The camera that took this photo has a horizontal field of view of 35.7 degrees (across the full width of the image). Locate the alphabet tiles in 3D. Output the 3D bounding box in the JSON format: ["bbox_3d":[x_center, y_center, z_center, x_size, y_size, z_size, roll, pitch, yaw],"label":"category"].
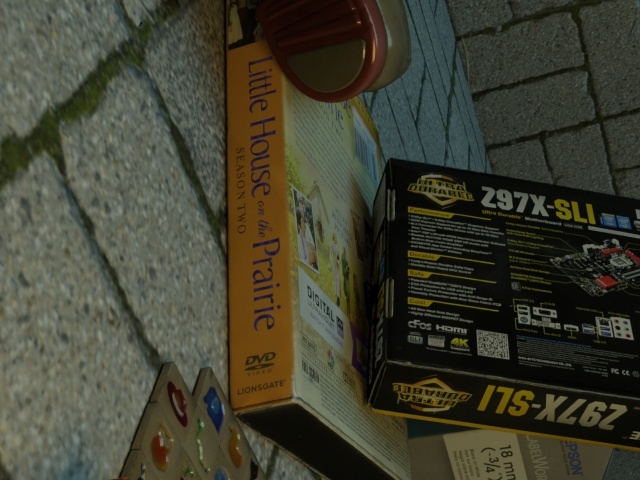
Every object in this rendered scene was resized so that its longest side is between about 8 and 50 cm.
[{"bbox_3d":[-0.066,0.204,0.644,0.198,0.009,0.237,-77,150,-56],"label":"alphabet tiles"}]

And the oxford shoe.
[{"bbox_3d":[-0.018,-0.286,0.854,0.130,0.123,0.348,-21,93,-58],"label":"oxford shoe"}]

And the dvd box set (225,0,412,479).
[{"bbox_3d":[0.000,0.000,0.927,0.307,0.062,0.421,50,31,-57],"label":"dvd box set"}]

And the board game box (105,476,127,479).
[{"bbox_3d":[-0.101,0.227,0.436,0.147,0.045,0.194,-49,125,-71],"label":"board game box"}]

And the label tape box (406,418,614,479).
[{"bbox_3d":[0.229,0.168,1.080,0.241,0.333,0.106,-68,143,-63],"label":"label tape box"}]

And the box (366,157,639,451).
[{"bbox_3d":[0.208,0.056,0.911,0.257,0.322,0.079,-86,-174,-46],"label":"box"}]
